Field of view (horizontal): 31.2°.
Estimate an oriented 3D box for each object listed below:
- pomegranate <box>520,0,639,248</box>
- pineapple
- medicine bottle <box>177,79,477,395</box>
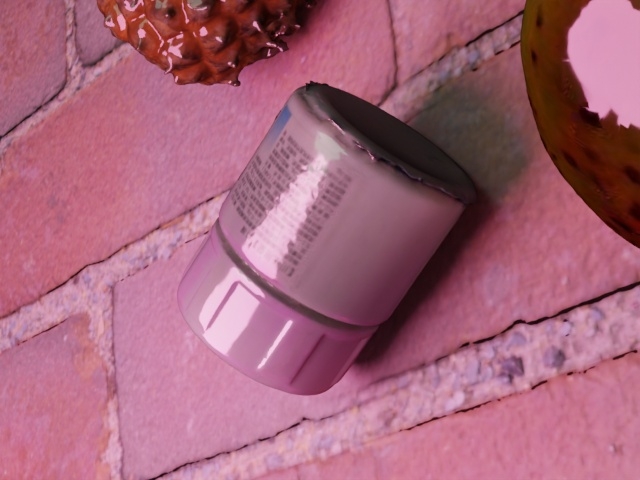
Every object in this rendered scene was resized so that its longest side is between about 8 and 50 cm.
[{"bbox_3d":[0.191,-0.123,0.506,0.231,0.231,0.285,-20,66,41],"label":"pomegranate"},{"bbox_3d":[-0.074,-0.215,0.860,0.193,0.166,0.166,-54,47,21],"label":"pineapple"},{"bbox_3d":[0.000,0.000,0.735,0.168,0.135,0.135,-57,46,17],"label":"medicine bottle"}]
